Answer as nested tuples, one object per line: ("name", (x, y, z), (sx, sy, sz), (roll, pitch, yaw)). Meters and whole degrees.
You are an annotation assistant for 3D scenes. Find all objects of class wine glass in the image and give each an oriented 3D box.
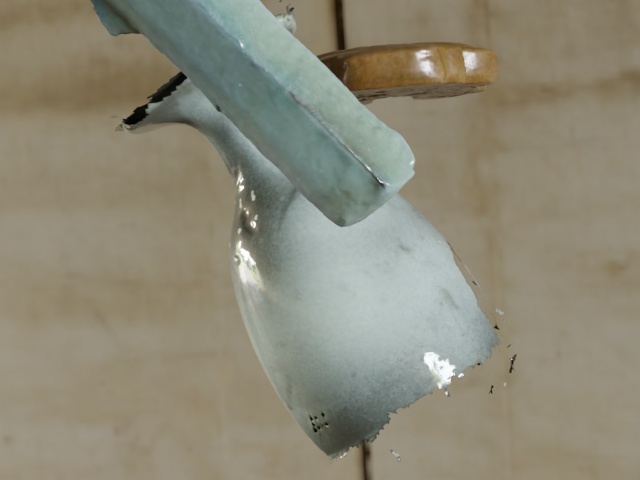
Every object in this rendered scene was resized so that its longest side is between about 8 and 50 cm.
("wine glass", (-0.005, 0.001, 1.347), (0.190, 0.357, 0.190), (-35, -3, -2))

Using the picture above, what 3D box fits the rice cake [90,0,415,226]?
("rice cake", (-0.043, -0.074, 0.572), (0.042, 0.180, 0.030), (-40, 9, 41))

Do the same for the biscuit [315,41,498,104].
("biscuit", (0.061, -0.142, 1.413), (0.186, 0.044, 0.295), (-8, 2, -1))
